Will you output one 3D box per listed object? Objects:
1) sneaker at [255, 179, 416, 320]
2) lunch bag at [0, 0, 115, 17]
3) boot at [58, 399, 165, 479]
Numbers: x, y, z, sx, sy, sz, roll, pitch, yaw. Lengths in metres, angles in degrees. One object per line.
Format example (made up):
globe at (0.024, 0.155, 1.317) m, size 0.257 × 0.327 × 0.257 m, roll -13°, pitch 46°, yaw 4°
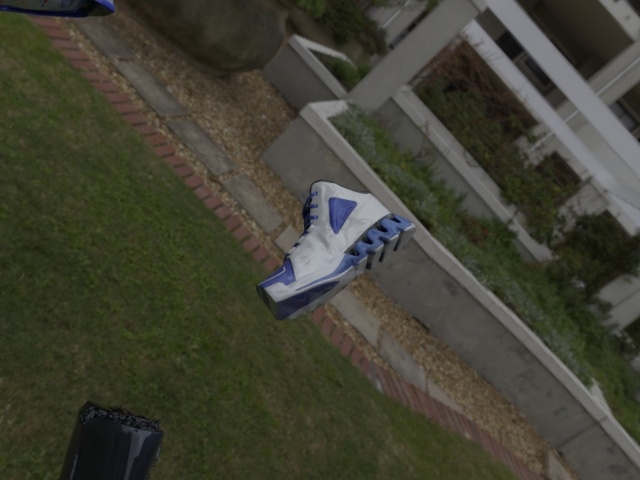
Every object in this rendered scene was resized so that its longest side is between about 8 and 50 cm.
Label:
sneaker at (0.001, -0.001, 1.068) m, size 0.182 × 0.315 × 0.127 m, roll 51°, pitch -23°, yaw 20°
lunch bag at (-0.632, -0.665, 1.223) m, size 0.385 × 0.239 × 0.328 m, roll -7°, pitch 95°, yaw -43°
boot at (-0.269, 0.289, 0.648) m, size 0.094 × 0.246 × 0.207 m, roll 27°, pitch 63°, yaw -37°
